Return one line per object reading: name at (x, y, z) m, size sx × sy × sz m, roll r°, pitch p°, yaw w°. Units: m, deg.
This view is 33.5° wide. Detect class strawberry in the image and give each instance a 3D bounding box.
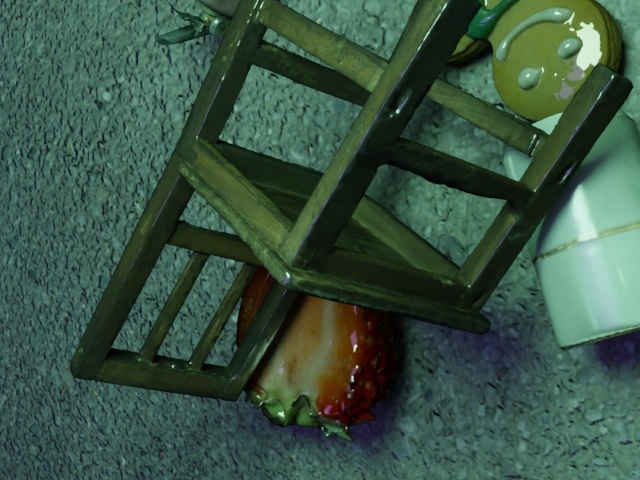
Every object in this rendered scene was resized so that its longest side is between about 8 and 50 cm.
strawberry at (-0.004, 0.067, 1.009) m, size 0.174 × 0.098 × 0.228 m, roll -4°, pitch 88°, yaw 38°

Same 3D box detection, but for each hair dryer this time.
hair dryer at (0.315, -0.047, 0.761) m, size 0.357 × 0.107 × 0.173 m, roll -20°, pitch 82°, yaw 29°

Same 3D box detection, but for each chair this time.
chair at (0.000, 0.000, 0.805) m, size 0.240 × 0.203 × 0.416 m, roll 42°, pitch 111°, yaw 46°

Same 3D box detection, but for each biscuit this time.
biscuit at (0.148, -0.230, 0.885) m, size 0.197 × 0.049 × 0.301 m, roll -37°, pitch 68°, yaw 37°

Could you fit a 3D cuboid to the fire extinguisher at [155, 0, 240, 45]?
fire extinguisher at (-0.068, -0.300, 1.025) m, size 0.105 × 0.105 × 0.269 m, roll 50°, pitch 121°, yaw 25°
